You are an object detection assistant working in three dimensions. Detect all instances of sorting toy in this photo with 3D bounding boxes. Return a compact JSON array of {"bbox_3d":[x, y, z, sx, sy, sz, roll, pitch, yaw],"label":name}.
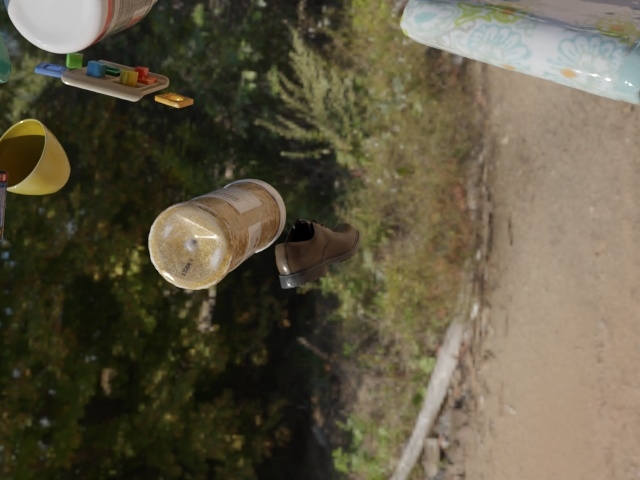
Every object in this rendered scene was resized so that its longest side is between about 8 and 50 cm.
[{"bbox_3d":[-0.438,-0.361,1.981,0.196,0.347,0.047,-63,-12,-68],"label":"sorting toy"}]

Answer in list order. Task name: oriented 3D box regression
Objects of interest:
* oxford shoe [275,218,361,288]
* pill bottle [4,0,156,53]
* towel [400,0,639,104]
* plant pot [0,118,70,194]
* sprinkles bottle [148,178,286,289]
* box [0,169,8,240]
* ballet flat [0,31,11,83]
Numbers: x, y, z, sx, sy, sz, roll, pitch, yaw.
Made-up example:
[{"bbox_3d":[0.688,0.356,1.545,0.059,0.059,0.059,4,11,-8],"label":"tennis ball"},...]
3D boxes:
[{"bbox_3d":[0.000,0.000,1.544,0.227,0.082,0.096,-31,-75,-58],"label":"oxford shoe"},{"bbox_3d":[-0.451,-0.513,1.820,0.363,0.210,0.210,-60,-20,-62],"label":"pill bottle"},{"bbox_3d":[0.335,-0.303,1.205,0.374,0.320,0.090,-38,-43,-43],"label":"towel"},{"bbox_3d":[-0.499,-0.134,1.608,0.095,0.134,0.134,35,-132,-52],"label":"plant pot"},{"bbox_3d":[-0.143,-0.019,1.356,0.355,0.121,0.121,-43,-41,-77],"label":"sprinkles bottle"},{"bbox_3d":[-0.473,-0.061,1.203,0.027,0.137,0.094,-17,-58,-61],"label":"box"},{"bbox_3d":[-0.657,-0.404,1.696,0.280,0.096,0.095,92,-175,-56],"label":"ballet flat"}]
